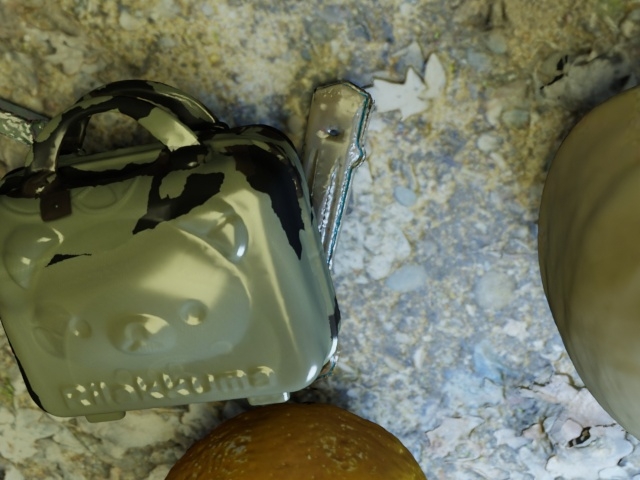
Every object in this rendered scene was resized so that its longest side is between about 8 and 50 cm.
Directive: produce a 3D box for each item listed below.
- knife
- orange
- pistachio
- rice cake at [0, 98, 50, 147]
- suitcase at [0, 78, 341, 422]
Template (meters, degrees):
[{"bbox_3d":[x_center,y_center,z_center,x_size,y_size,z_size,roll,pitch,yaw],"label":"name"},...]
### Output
[{"bbox_3d":[0.000,-0.003,1.306,0.089,0.043,0.365,9,115,-3],"label":"knife"},{"bbox_3d":[-0.026,0.357,1.349,0.340,0.293,0.341,0,116,1],"label":"orange"},{"bbox_3d":[0.390,0.041,1.185,0.365,0.281,0.445,4,128,37],"label":"pistachio"},{"bbox_3d":[-0.381,-0.148,1.244,0.207,0.033,0.033,22,118,-10],"label":"rice cake"},{"bbox_3d":[-0.174,0.010,1.218,0.351,0.194,0.339,-8,112,13],"label":"suitcase"}]
